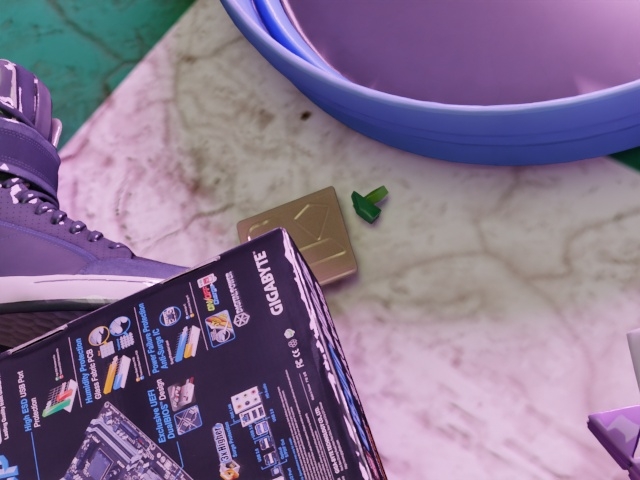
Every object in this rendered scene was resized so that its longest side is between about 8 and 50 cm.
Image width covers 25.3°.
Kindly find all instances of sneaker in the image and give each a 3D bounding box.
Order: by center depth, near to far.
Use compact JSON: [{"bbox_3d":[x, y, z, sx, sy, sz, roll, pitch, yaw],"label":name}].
[{"bbox_3d":[-0.137,-0.019,0.757,0.226,0.086,0.163,2,62,16],"label":"sneaker"}]

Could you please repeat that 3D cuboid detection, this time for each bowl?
[{"bbox_3d":[0.121,-0.214,0.800,0.391,0.077,0.391,-7,60,12],"label":"bowl"}]

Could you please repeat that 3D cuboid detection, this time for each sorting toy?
[{"bbox_3d":[0.000,0.000,0.749,0.083,0.012,0.062,-21,52,8],"label":"sorting toy"}]

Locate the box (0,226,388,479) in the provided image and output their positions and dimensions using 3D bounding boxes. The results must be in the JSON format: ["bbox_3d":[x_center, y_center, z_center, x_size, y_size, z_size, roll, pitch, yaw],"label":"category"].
[{"bbox_3d":[-0.059,0.117,0.600,0.175,0.051,0.220,-25,49,5],"label":"box"}]

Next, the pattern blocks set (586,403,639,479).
[{"bbox_3d":[0.123,0.210,0.458,0.285,0.026,0.324,5,73,9],"label":"pattern blocks set"}]

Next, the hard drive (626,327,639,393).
[{"bbox_3d":[0.245,0.161,0.507,0.203,0.040,0.307,-14,77,13],"label":"hard drive"}]
